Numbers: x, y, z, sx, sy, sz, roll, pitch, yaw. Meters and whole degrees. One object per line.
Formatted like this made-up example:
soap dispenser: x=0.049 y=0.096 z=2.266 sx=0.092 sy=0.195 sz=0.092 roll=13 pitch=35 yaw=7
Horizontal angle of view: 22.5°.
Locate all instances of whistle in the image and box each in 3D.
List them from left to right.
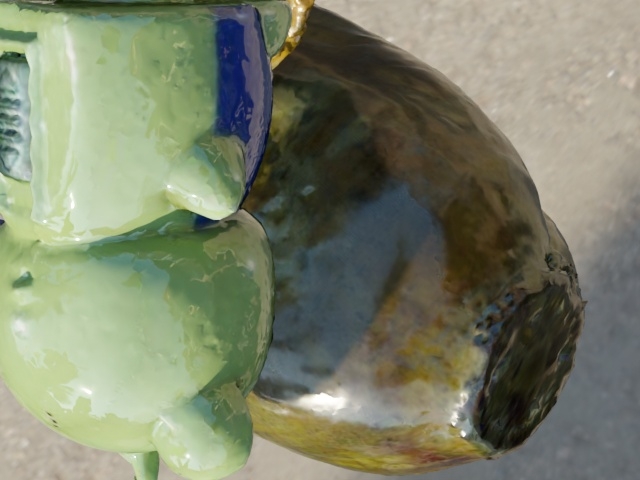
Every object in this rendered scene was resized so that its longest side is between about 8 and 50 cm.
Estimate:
whistle: x=-0.056 y=-0.035 z=0.468 sx=0.105 sy=0.085 sz=0.228 roll=12 pitch=106 yaw=48

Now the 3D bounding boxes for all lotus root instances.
lotus root: x=0.000 y=0.000 z=0.952 sx=0.346 sy=0.250 sz=0.250 roll=34 pitch=111 yaw=37

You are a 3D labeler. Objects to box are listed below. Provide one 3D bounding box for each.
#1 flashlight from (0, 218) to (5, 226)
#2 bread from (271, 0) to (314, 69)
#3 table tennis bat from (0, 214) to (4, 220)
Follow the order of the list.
flashlight: x=-0.174 y=0.000 z=0.885 sx=0.121 sy=0.057 sz=0.035 roll=15 pitch=62 yaw=37
bread: x=-0.076 y=-0.188 z=0.796 sx=0.147 sy=0.160 sz=0.261 roll=-28 pitch=131 yaw=0
table tennis bat: x=-0.246 y=-0.007 z=1.136 sx=0.154 sy=0.021 sz=0.274 roll=10 pitch=132 yaw=1
